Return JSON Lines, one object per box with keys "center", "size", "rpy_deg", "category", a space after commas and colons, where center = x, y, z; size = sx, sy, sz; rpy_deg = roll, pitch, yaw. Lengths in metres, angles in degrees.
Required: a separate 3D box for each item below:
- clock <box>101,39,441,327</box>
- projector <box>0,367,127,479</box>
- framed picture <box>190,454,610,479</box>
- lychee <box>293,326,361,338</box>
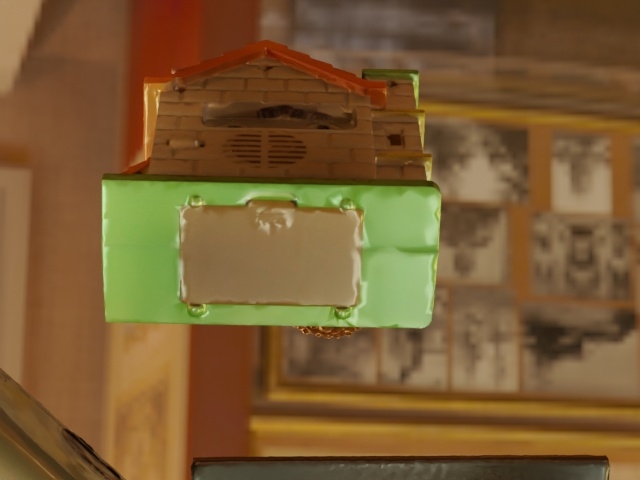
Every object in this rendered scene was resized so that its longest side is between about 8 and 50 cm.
{"center": [-0.033, -0.047, 1.362], "size": [0.220, 0.106, 0.255], "rpy_deg": [2, -153, -1], "category": "clock"}
{"center": [-0.280, 0.231, 1.404], "size": [0.249, 0.248, 0.248], "rpy_deg": [42, -178, -5], "category": "projector"}
{"center": [0.062, 0.281, 1.522], "size": [0.324, 0.244, 0.013], "rpy_deg": [0, -161, 1], "category": "framed picture"}
{"center": [0.002, -0.006, 1.831], "size": [0.194, 0.194, 0.194], "rpy_deg": [1, 168, 0], "category": "lychee"}
